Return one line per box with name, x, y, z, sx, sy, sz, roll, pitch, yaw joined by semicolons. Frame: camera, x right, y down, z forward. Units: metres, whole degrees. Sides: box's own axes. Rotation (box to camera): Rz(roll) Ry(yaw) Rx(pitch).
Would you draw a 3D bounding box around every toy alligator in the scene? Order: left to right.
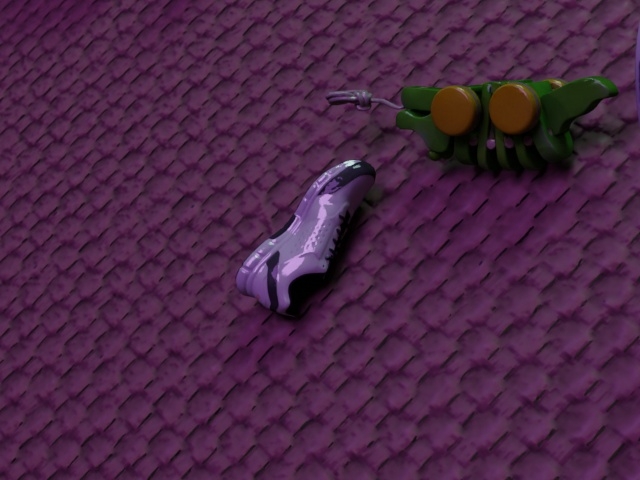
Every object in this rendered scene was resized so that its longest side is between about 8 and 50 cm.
toy alligator;0.084;-0.066;0.828;0.189;0.056;0.051;1;98;36

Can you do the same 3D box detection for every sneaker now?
sneaker;0.000;0.000;0.849;0.044;0.040;0.109;37;86;30

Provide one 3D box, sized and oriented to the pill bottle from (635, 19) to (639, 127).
pill bottle;0.279;-0.078;0.639;0.245;0.130;0.130;0;57;34
